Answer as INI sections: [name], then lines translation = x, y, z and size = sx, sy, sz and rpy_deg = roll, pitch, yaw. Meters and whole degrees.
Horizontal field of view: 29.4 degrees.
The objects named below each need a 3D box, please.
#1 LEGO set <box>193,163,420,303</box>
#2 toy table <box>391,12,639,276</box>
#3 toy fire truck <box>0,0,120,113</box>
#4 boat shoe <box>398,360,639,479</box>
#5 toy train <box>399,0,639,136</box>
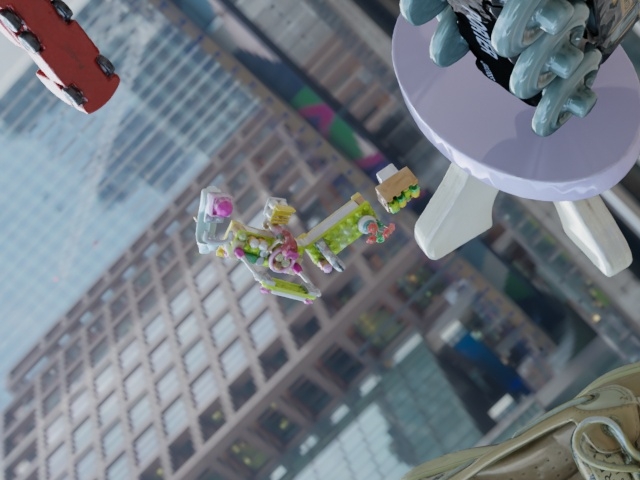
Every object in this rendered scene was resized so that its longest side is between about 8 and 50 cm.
[LEGO set]
translation = 0.000, 0.000, 1.403
size = 0.287, 0.132, 0.107
rpy_deg = -7, -150, -24
[toy table]
translation = 0.182, -0.100, 1.083
size = 0.161, 0.252, 0.274
rpy_deg = 66, -177, -50
[toy fire truck]
translation = -0.258, -0.193, 1.007
size = 0.135, 0.047, 0.192
rpy_deg = 27, 160, 44
[boat shoe]
translation = 0.153, 0.157, 0.758
size = 0.104, 0.285, 0.089
rpy_deg = 60, -153, 3
[toy train]
translation = 0.153, -0.198, 0.825
size = 0.142, 0.190, 0.334
rpy_deg = 38, -179, 20
